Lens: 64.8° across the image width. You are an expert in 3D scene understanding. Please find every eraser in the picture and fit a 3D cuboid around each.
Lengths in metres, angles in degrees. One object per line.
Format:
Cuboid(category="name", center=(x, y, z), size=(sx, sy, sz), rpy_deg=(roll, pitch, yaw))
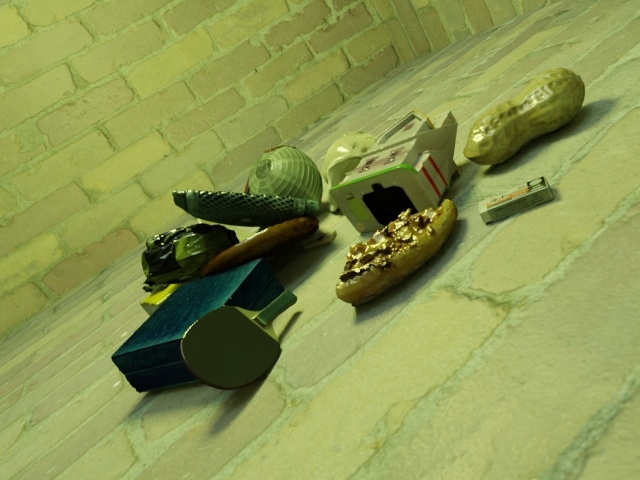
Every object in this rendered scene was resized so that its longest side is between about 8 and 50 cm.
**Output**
Cuboid(category="eraser", center=(-0.421, 0.144, 1.518), size=(0.158, 0.069, 0.226), rpy_deg=(-4, 32, 51))
Cuboid(category="eraser", center=(0.341, -0.071, 0.888), size=(0.122, 0.029, 0.052), rpy_deg=(-23, 20, 26))

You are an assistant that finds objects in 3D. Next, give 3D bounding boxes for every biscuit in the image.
Cuboid(category="biscuit", center=(-0.147, 0.022, 1.260), size=(0.318, 0.040, 0.318), rpy_deg=(-25, -6, -3))

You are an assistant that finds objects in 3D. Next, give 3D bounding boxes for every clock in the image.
Cuboid(category="clock", center=(0.207, -0.177, 1.177), size=(0.235, 0.166, 0.309), rpy_deg=(-12, 34, 46))

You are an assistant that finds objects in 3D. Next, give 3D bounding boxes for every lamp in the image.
Cuboid(category="lamp", center=(-0.109, -0.161, 1.503), size=(0.233, 0.233, 0.265), rpy_deg=(-6, 56, 54))

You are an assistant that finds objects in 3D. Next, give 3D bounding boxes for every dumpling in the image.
Cuboid(category="dumpling", center=(0.100, -0.198, 1.484), size=(0.318, 0.187, 0.243), rpy_deg=(-54, -12, -66))

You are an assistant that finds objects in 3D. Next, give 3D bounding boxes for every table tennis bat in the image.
Cuboid(category="table tennis bat", center=(-0.130, 0.164, 0.910), size=(0.274, 0.154, 0.021), rpy_deg=(-36, -23, -50))

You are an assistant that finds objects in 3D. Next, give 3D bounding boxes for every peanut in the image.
Cuboid(category="peanut", center=(0.440, -0.261, 1.086), size=(0.298, 0.120, 0.136), rpy_deg=(-34, 13, 2))

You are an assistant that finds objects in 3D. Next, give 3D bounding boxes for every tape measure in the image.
Cuboid(category="tape measure", center=(-0.481, 0.107, 1.514), size=(0.091, 0.054, 0.094), rpy_deg=(-25, 25, 21))

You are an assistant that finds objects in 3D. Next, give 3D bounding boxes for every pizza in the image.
Cuboid(category="pizza", center=(0.136, 0.011, 0.924), size=(0.305, 0.085, 0.161), rpy_deg=(-39, 18, -24))

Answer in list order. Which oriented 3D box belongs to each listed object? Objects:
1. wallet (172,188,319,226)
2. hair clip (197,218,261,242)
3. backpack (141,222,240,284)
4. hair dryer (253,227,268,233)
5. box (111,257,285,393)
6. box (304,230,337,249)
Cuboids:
Cuboid(category="wallet", center=(-0.184, -0.076, 1.277), size=(0.342, 0.075, 0.237), rpy_deg=(4, -6, -6))
Cuboid(category="hair clip", center=(-0.276, 0.005, 1.530), size=(0.282, 0.113, 0.172), rpy_deg=(16, 21, 16))
Cuboid(category="backpack", center=(-0.340, 0.031, 1.366), size=(0.253, 0.140, 0.207), rpy_deg=(-19, -7, 10))
Cuboid(category="hair dryer", center=(-0.124, -0.093, 1.678), size=(0.248, 0.078, 0.195), rpy_deg=(-44, 20, -4))
Cuboid(category="box", center=(-0.250, 0.178, 1.067), size=(0.279, 0.116, 0.261), rpy_deg=(-21, 19, 33))
Cuboid(category="box", center=(0.000, 0.000, 1.292), size=(0.083, 0.012, 0.046), rpy_deg=(-17, 23, 39))
